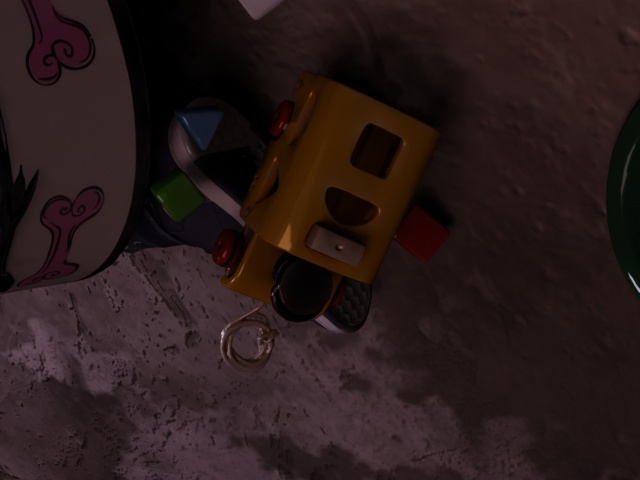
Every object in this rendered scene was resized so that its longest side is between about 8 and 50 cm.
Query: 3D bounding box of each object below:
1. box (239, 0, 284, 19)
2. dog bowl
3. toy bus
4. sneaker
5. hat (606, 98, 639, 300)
[{"bbox_3d":[0.046,-0.304,0.509,0.345,0.168,0.215,-29,106,40],"label":"box"},{"bbox_3d":[-0.313,-0.126,0.773,0.408,0.150,0.408,23,127,34],"label":"dog bowl"},{"bbox_3d":[0.000,-0.013,0.728,0.202,0.191,0.104,69,170,-19],"label":"toy bus"},{"bbox_3d":[-0.073,-0.004,0.855,0.163,0.086,0.226,-18,120,45],"label":"sneaker"},{"bbox_3d":[0.316,-0.016,0.672,0.208,0.183,0.173,56,139,41],"label":"hat"}]
